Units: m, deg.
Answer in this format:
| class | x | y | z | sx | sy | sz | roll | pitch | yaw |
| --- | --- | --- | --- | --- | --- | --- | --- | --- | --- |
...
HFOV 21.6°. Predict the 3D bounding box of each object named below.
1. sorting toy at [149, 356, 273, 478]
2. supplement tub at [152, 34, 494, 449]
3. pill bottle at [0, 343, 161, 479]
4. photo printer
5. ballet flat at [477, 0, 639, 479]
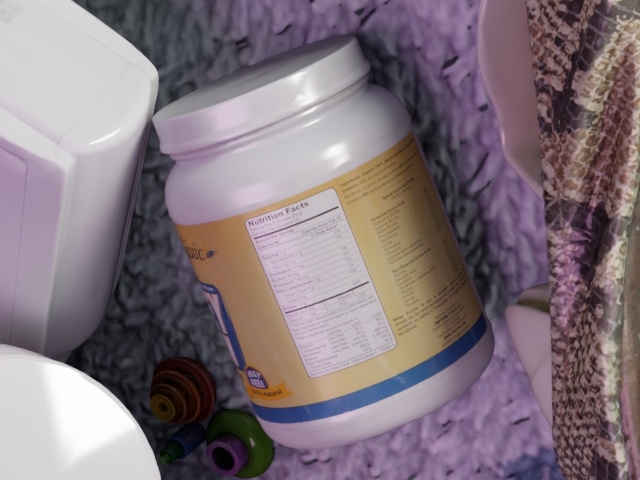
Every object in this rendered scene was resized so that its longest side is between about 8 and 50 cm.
| class | x | y | z | sx | sy | sz | roll | pitch | yaw |
| --- | --- | --- | --- | --- | --- | --- | --- | --- | --- |
| sorting toy | -0.082 | 0.127 | 1.119 | 0.102 | 0.042 | 0.061 | 48 | 128 | 3 |
| supplement tub | 0.000 | 0.000 | 0.940 | 0.144 | 0.144 | 0.200 | -13 | 105 | 36 |
| pill bottle | -0.226 | 0.173 | 1.041 | 0.210 | 0.210 | 0.363 | 56 | 156 | -3 |
| photo printer | -0.232 | -0.054 | 1.033 | 0.256 | 0.107 | 0.307 | 33 | 148 | 8 |
| ballet flat | 0.162 | -0.020 | 0.846 | 0.182 | 0.164 | 0.483 | 13 | 115 | 51 |
